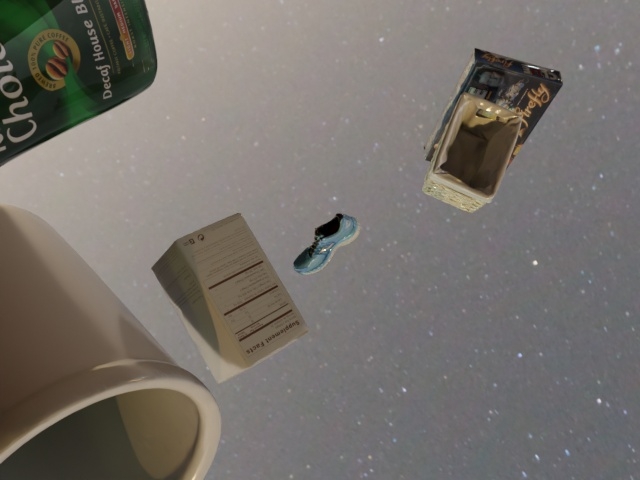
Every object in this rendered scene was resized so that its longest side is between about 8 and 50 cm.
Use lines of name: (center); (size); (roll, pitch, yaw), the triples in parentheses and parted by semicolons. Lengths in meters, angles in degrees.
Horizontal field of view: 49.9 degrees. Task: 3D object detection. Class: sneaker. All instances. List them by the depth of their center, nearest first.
sneaker: (0.000, 0.000, 1.372); (0.162, 0.073, 0.063); (-44, -132, 12)

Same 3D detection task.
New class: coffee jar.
coffee jar: (-0.164, -0.073, 0.309); (0.079, 0.096, 0.184); (20, -132, 27)

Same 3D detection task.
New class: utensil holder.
utensil holder: (-0.362, 0.177, 0.826); (0.327, 0.327, 0.385); (-47, -125, -7)

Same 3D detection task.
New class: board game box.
board game box: (0.313, -0.228, 1.281); (0.165, 0.243, 0.042); (12, -131, -8)

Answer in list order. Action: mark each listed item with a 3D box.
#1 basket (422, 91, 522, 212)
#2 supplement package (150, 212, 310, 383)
basket: (0.250, -0.143, 1.161); (0.113, 0.103, 0.167); (24, -107, 0)
supplement package: (-0.117, 0.075, 0.881); (0.105, 0.179, 0.105); (-28, 175, -38)
